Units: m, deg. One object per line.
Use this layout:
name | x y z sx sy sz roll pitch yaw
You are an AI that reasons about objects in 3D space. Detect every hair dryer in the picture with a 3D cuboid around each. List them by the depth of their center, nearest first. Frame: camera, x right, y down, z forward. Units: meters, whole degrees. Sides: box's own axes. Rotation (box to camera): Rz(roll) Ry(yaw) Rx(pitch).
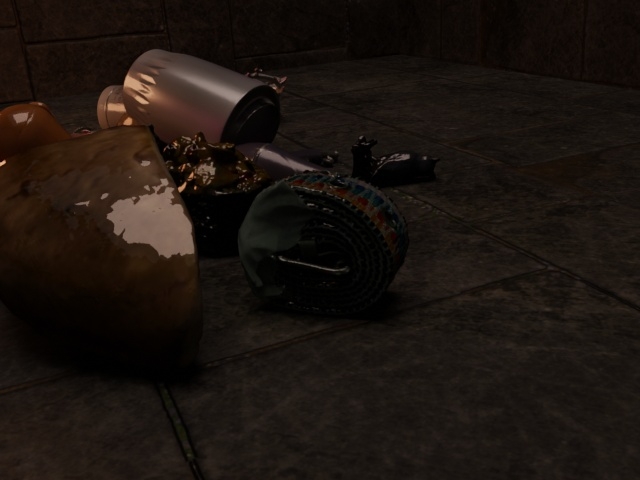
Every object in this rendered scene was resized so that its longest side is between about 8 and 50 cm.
hair dryer | -0.028 -0.189 1.701 0.301 0.121 0.361 16 22 23

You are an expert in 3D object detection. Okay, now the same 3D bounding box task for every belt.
belt | 0.000 0.000 1.057 0.258 0.206 0.150 12 23 16

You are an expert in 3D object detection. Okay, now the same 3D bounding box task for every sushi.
sushi | -0.202 -0.098 1.342 0.213 0.203 0.200 8 19 14

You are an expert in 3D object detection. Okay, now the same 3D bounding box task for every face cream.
face cream | -0.623 -0.425 2.275 0.153 0.177 0.177 5 23 22

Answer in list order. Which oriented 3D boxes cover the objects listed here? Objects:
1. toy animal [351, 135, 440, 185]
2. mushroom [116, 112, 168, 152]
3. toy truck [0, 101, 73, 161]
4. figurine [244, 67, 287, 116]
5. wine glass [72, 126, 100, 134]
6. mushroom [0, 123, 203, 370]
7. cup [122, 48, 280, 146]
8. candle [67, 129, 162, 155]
toy animal | 0.177 -0.174 1.626 0.210 0.121 0.117 6 42 7
mushroom | -0.484 -0.342 2.031 0.255 0.184 0.255 -6 -6 -1
toy truck | -0.523 -0.126 1.153 0.265 0.239 0.188 3 53 9
figurine | -0.250 -0.489 2.393 0.316 0.206 0.284 1 16 29
wine glass | -0.670 -0.284 2.044 0.093 0.092 0.202 -19 25 -33
mushroom | -0.328 0.026 0.964 0.314 0.224 0.397 -13 41 -22
cup | -0.308 -0.335 1.776 0.372 0.253 0.253 26 32 20
candle | -0.600 -0.222 1.829 0.317 0.131 0.287 -11 22 -42
